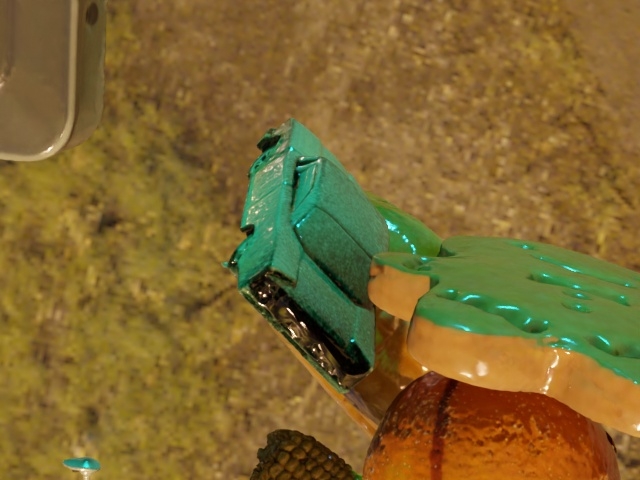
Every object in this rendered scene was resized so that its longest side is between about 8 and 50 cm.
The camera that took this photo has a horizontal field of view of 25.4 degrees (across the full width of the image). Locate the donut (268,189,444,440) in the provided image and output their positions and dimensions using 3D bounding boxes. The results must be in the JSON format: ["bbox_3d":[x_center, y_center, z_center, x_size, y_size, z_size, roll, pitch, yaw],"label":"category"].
[{"bbox_3d":[0.091,0.115,1.611,0.198,0.449,0.449,-43,29,-5],"label":"donut"}]

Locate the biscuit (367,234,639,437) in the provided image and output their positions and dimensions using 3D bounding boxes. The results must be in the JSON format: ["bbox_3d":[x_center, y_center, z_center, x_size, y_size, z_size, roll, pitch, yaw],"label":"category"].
[{"bbox_3d":[0.174,0.050,0.990,0.355,0.275,0.052,-28,-45,-71],"label":"biscuit"}]

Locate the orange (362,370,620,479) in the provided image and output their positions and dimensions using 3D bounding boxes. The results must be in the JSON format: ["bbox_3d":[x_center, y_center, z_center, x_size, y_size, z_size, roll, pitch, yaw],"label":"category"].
[{"bbox_3d":[0.118,0.182,1.007,0.193,0.193,0.161,-53,11,37],"label":"orange"}]

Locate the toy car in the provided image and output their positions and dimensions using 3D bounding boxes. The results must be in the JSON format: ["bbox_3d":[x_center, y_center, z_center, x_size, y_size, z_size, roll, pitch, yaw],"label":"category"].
[{"bbox_3d":[0.000,0.000,1.269,0.097,0.141,0.321,-37,21,19],"label":"toy car"}]

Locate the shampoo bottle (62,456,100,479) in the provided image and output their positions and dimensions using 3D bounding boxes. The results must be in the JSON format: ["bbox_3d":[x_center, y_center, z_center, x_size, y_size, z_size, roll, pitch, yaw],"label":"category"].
[{"bbox_3d":[-0.211,0.261,1.267,0.077,0.045,0.152,23,115,28],"label":"shampoo bottle"}]

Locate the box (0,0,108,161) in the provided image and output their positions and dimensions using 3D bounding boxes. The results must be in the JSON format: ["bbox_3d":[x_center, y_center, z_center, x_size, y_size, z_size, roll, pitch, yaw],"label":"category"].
[{"bbox_3d":[-0.388,-0.285,1.325,0.111,0.396,0.396,-35,-51,-71],"label":"box"}]

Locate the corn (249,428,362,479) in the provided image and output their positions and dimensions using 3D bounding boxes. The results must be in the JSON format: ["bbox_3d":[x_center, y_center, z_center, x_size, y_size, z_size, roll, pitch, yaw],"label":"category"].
[{"bbox_3d":[0.049,0.292,1.343,0.106,0.293,0.106,-45,-5,-5],"label":"corn"}]
